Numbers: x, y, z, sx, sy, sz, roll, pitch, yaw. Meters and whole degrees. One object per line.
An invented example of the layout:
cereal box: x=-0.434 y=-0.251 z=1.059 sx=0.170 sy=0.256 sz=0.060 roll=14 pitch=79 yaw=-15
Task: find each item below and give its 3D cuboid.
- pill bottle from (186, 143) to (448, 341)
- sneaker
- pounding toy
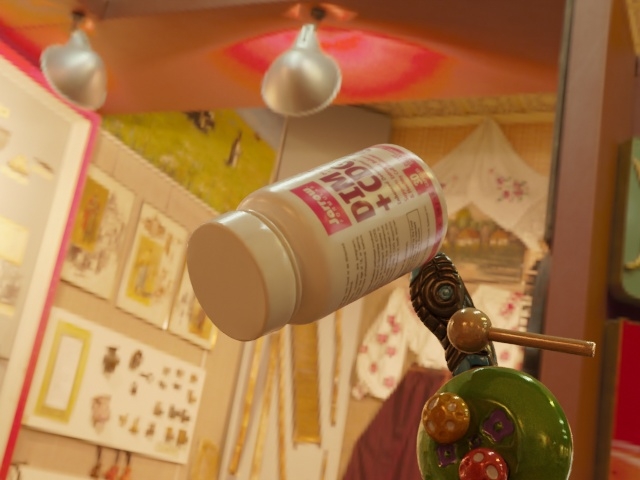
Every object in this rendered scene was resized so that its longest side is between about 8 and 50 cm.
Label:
pill bottle: x=0.000 y=0.000 z=1.031 sx=0.283 sy=0.160 sz=0.160 roll=-25 pitch=8 yaw=-40
sneaker: x=0.301 y=0.185 z=2.053 sx=0.125 sy=0.341 sz=0.139 roll=-26 pitch=-24 yaw=18
pounding toy: x=0.176 y=0.196 z=0.984 sx=0.182 sy=0.237 sz=0.110 roll=13 pitch=-6 yaw=36
